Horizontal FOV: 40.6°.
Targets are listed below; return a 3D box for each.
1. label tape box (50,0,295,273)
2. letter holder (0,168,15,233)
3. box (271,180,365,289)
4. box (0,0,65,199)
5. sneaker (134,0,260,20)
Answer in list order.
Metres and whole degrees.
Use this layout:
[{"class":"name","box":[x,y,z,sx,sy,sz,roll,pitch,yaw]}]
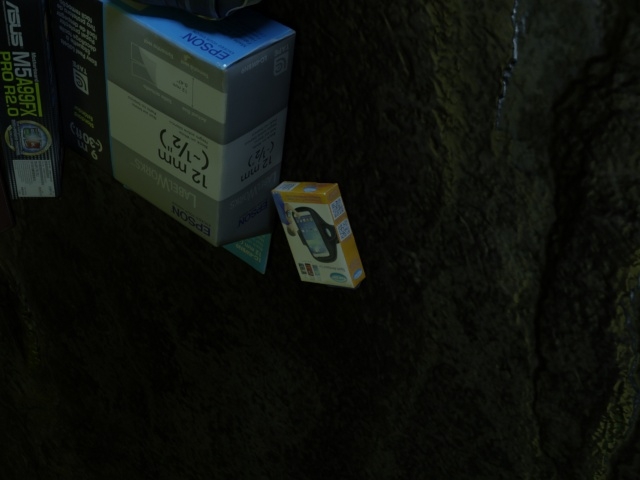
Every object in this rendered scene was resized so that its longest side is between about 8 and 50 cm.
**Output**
[{"class":"label tape box","box":[-0.171,-0.118,0.972,0.249,0.115,0.348,32,136,22]},{"class":"letter holder","box":[-0.632,-0.117,1.331,0.152,0.214,0.302,26,135,27]},{"class":"box","box":[0.000,0.000,0.969,0.081,0.028,0.136,5,122,41]},{"class":"box","box":[-0.329,-0.215,0.985,0.216,0.060,0.270,-102,16,-45]},{"class":"sneaker","box":[-0.100,-0.313,0.779,0.163,0.086,0.226,19,115,11]}]
